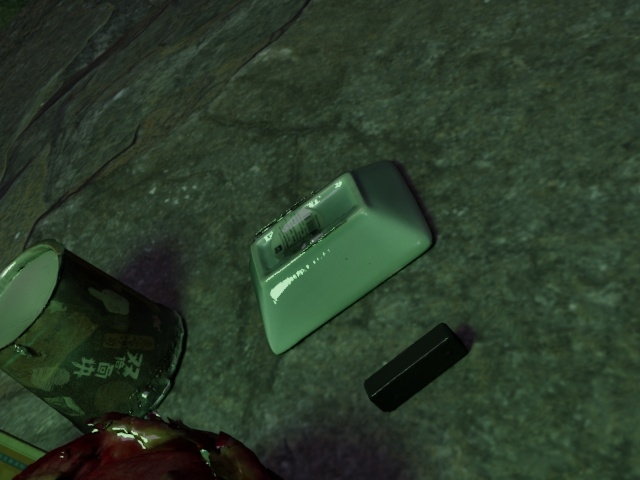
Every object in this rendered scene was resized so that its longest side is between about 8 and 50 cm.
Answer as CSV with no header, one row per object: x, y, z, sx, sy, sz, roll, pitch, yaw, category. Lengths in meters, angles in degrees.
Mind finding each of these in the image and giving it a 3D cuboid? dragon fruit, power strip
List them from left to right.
-0.145,0.309,0.814,0.329,0.329,0.329,-25,42,25,dragon fruit
0.098,0.131,0.967,0.111,0.038,0.029,-38,37,9,power strip

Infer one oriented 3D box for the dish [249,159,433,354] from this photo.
0.000,0.000,1.146,0.243,0.080,0.182,-37,38,13,dish

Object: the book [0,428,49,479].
-0.402,0.351,1.117,0.242,0.170,0.018,-61,13,-2,book

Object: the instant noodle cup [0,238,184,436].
-0.325,0.125,1.238,0.217,0.207,0.217,-27,40,25,instant noodle cup
